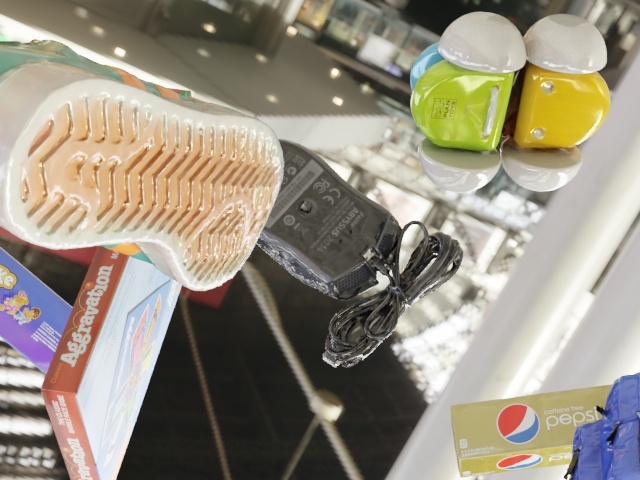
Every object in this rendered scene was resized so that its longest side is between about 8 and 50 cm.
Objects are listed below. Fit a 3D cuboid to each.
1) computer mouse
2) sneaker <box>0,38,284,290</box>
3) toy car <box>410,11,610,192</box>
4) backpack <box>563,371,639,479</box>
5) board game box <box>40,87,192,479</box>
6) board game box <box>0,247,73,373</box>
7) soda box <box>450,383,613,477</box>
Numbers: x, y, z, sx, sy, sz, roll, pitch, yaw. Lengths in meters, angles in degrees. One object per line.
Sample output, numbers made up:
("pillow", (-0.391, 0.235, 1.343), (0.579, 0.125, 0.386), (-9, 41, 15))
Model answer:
("computer mouse", (0.000, 0.000, 1.212), (0.272, 0.188, 0.072), (42, 163, 18))
("sneaker", (-0.117, -0.049, 0.606), (0.121, 0.108, 0.302), (27, -179, 20))
("toy car", (0.162, -0.136, 1.010), (0.181, 0.159, 0.136), (-2, -147, -14))
("backpack", (0.196, 0.127, 0.639), (0.101, 0.098, 0.120), (-10, -154, 25))
("board game box", (-0.136, 0.034, 0.827), (0.027, 0.145, 0.281), (7, -130, 7))
("board game box", (-0.404, 0.055, 1.358), (0.347, 0.078, 0.233), (42, 166, -10))
("soda box", (0.221, 0.186, 1.096), (0.181, 0.061, 0.058), (-9, -120, 3))
